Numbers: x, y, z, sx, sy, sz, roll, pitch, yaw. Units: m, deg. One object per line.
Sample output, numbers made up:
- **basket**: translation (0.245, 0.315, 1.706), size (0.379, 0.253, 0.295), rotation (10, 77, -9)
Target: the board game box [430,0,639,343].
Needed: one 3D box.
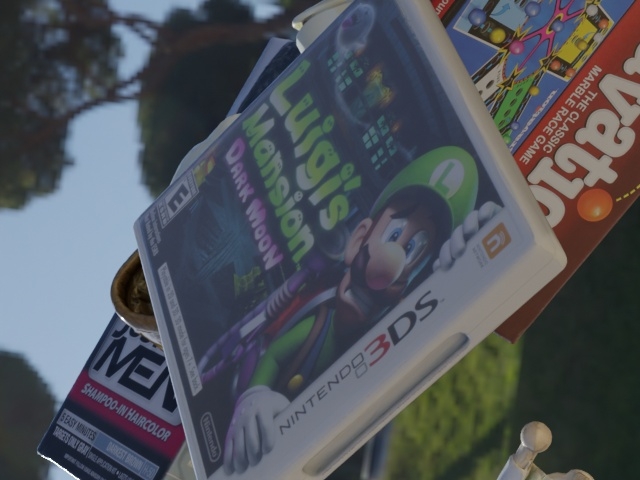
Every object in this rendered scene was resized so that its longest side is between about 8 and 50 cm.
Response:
- **board game box**: translation (0.121, -0.094, 0.826), size (0.281, 0.145, 0.027), rotation (-53, 17, 18)

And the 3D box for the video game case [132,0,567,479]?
- **video game case**: translation (0.000, 0.000, 0.697), size (0.022, 0.173, 0.190), rotation (32, -156, -36)

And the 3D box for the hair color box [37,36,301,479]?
- **hair color box**: translation (-0.044, 0.039, 1.301), size (0.113, 0.185, 0.374), rotation (35, -99, -33)

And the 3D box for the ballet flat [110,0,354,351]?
- **ballet flat**: translation (0.005, -0.057, 0.924), size (0.124, 0.342, 0.116), rotation (17, -144, -49)

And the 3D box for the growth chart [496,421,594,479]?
- **growth chart**: translation (0.165, 0.221, 0.915), size (0.172, 0.237, 0.021), rotation (-58, -4, 29)
